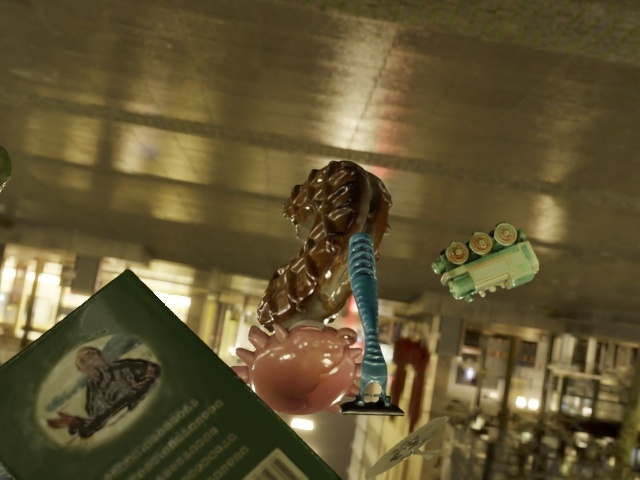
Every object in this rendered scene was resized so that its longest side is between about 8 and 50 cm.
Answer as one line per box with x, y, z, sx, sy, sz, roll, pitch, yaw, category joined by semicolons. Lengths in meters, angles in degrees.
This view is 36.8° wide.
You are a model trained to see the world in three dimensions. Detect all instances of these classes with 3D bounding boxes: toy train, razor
0.316;0.045;1.843;0.194;0.125;0.081;-21;164;-8;toy train
0.061;0.102;1.233;0.082;0.253;0.042;6;148;-14;razor

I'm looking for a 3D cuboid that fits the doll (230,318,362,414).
-0.037;0.209;1.501;0.211;0.093;0.262;29;127;-17;doll

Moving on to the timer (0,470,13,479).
-0.414;0.368;1.223;0.175;0.175;0.255;6;169;25;timer

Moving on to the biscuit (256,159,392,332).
0.011;-0.004;1.719;0.115;0.366;0.268;32;126;-23;biscuit

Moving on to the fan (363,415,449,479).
0.198;0.450;2.049;0.012;0.233;0.414;52;172;3;fan

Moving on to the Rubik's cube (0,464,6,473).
-0.521;0.474;1.448;0.237;0.236;0.238;-13;161;-8;Rubik's cube

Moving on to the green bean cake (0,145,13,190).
-0.620;-0.115;1.481;0.248;0.222;0.125;48;148;-20;green bean cake

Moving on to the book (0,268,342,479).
-0.195;0.226;1.060;0.371;0.260;0.043;42;157;23;book
